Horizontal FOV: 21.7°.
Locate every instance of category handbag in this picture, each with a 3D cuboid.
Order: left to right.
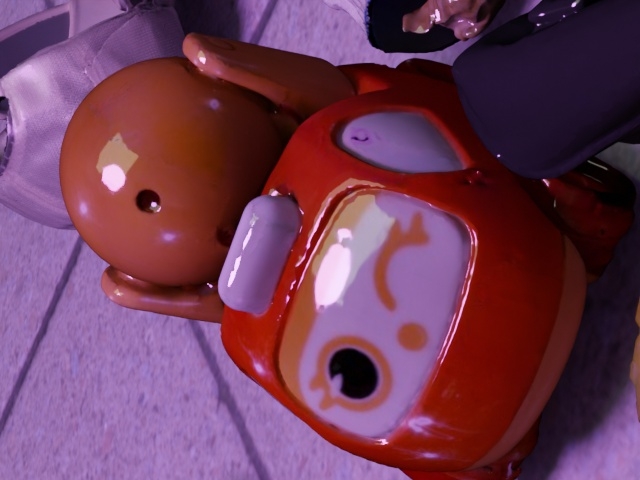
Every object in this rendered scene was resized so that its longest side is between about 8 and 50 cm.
[{"bbox_3d":[0.198,-0.120,0.593,0.275,0.244,0.088,-19,105,54],"label":"handbag"}]

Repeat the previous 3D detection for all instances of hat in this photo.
[{"bbox_3d":[-0.161,-0.130,1.259,0.232,0.161,0.275,-29,34,40],"label":"hat"}]

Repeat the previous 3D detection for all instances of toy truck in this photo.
[{"bbox_3d":[0.000,0.000,0.856,0.265,0.239,0.189,47,122,52],"label":"toy truck"}]

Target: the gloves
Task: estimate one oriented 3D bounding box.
[{"bbox_3d":[0.033,-0.188,0.992,0.119,0.097,0.229,-51,43,22],"label":"gloves"}]

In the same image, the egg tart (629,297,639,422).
[{"bbox_3d":[0.209,0.039,0.610,0.294,0.123,0.294,-26,59,54],"label":"egg tart"}]

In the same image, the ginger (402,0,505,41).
[{"bbox_3d":[0.134,-0.180,0.719,0.084,0.290,0.122,32,138,15],"label":"ginger"}]
